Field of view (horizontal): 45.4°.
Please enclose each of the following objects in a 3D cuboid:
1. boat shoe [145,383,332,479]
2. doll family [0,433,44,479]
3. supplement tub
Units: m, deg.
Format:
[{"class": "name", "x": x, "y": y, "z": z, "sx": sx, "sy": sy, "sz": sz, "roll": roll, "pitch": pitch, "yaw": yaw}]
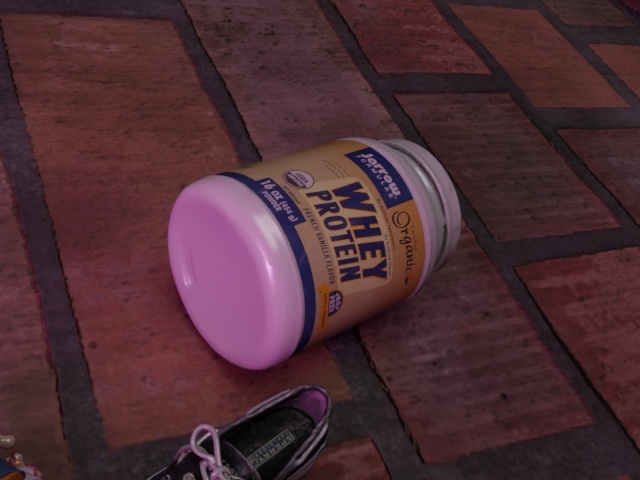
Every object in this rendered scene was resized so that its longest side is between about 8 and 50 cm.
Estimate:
[{"class": "boat shoe", "x": -0.097, "y": 0.240, "z": 0.746, "sx": 0.306, "sy": 0.105, "sz": 0.113, "roll": -24, "pitch": 60, "yaw": -39}, {"class": "doll family", "x": -0.335, "y": 0.194, "z": 0.623, "sx": 0.163, "sy": 0.118, "sz": 0.263, "roll": 12, "pitch": 11, "yaw": 32}, {"class": "supplement tub", "x": 0.000, "y": 0.000, "z": 0.941, "sx": 0.316, "sy": 0.228, "sz": 0.228, "roll": -22, "pitch": 59, "yaw": -38}]
